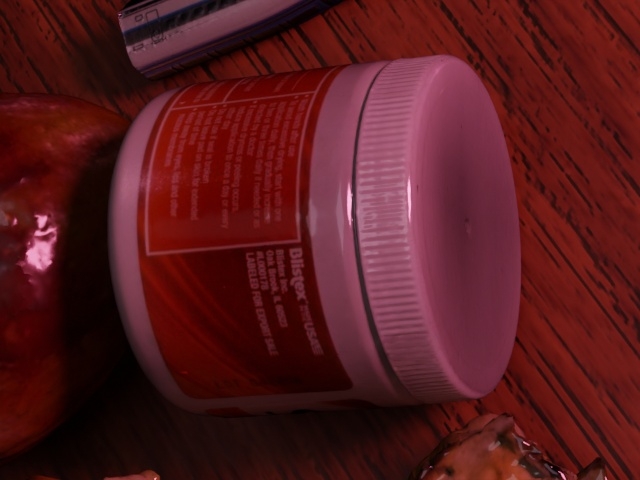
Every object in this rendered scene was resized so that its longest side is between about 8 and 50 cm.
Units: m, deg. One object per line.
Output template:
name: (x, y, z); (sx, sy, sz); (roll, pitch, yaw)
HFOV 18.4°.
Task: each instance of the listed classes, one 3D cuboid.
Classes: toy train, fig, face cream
toy train: (-0.009, -0.167, 1.272); (0.252, 0.055, 0.048); (-20, 71, 19)
fig: (-0.215, 0.016, 1.240); (0.263, 0.224, 0.224); (-48, 65, 7)
face cream: (0.000, 0.000, 1.149); (0.187, 0.201, 0.201); (-5, 76, 22)

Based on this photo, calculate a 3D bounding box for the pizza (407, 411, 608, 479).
pizza: (0.104, 0.295, 1.107); (0.435, 0.080, 0.392); (-20, 71, 17)

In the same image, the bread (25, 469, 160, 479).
bread: (-0.206, 0.330, 1.161); (0.333, 0.143, 0.323); (-27, 68, 33)
